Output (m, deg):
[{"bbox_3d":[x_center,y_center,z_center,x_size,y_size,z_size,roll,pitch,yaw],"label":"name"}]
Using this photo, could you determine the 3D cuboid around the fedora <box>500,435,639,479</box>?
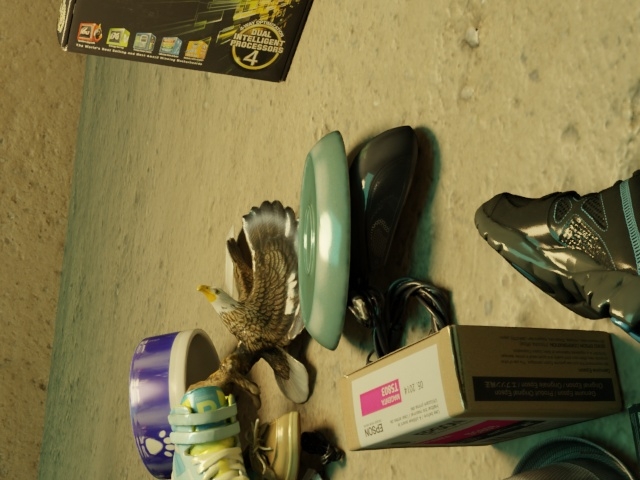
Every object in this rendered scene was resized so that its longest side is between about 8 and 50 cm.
[{"bbox_3d":[0.212,0.325,0.954,0.275,0.124,0.244,-62,36,40],"label":"fedora"}]

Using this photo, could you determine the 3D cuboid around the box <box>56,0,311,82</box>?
[{"bbox_3d":[-0.203,-0.436,1.568,0.318,0.395,0.097,-67,31,32],"label":"box"}]

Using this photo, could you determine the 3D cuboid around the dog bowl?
[{"bbox_3d":[-0.252,0.298,1.755,0.265,0.104,0.265,-9,-90,-81],"label":"dog bowl"}]

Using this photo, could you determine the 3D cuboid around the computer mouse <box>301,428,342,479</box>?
[{"bbox_3d":[-0.016,0.393,1.491,0.106,0.042,0.193,25,109,61],"label":"computer mouse"}]

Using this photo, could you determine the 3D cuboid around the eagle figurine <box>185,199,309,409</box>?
[{"bbox_3d":[-0.107,0.109,1.599,0.226,0.225,0.298,4,53,25],"label":"eagle figurine"}]

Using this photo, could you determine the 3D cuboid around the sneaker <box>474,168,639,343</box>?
[{"bbox_3d":[0.273,0.003,0.918,0.139,0.125,0.341,-55,28,1],"label":"sneaker"}]

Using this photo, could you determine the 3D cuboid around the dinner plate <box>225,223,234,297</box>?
[{"bbox_3d":[-0.170,0.038,1.814,0.141,0.017,0.141,-179,90,-86],"label":"dinner plate"}]

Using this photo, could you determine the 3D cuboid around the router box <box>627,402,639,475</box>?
[{"bbox_3d":[0.324,0.196,0.842,0.092,0.038,0.122,-33,59,59],"label":"router box"}]

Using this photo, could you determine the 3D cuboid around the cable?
[{"bbox_3d":[0.114,0.136,1.256,0.184,0.047,0.150,-65,32,34],"label":"cable"}]

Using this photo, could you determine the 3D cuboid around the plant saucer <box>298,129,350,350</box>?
[{"bbox_3d":[0.000,0.000,1.390,0.317,0.043,0.317,-179,90,-84],"label":"plant saucer"}]

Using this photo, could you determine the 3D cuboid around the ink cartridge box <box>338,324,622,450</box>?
[{"bbox_3d":[0.158,0.159,1.005,0.234,0.193,0.088,-37,54,57],"label":"ink cartridge box"}]

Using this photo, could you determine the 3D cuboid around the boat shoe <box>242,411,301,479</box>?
[{"bbox_3d":[-0.092,0.357,1.544,0.285,0.089,0.104,113,163,-50],"label":"boat shoe"}]

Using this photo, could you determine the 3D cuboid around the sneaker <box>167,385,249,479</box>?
[{"bbox_3d":[-0.156,0.340,1.450,0.319,0.127,0.208,26,120,60],"label":"sneaker"}]

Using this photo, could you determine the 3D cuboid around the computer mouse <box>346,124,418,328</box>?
[{"bbox_3d":[0.061,-0.029,1.305,0.188,0.072,0.272,-128,52,-76],"label":"computer mouse"}]
